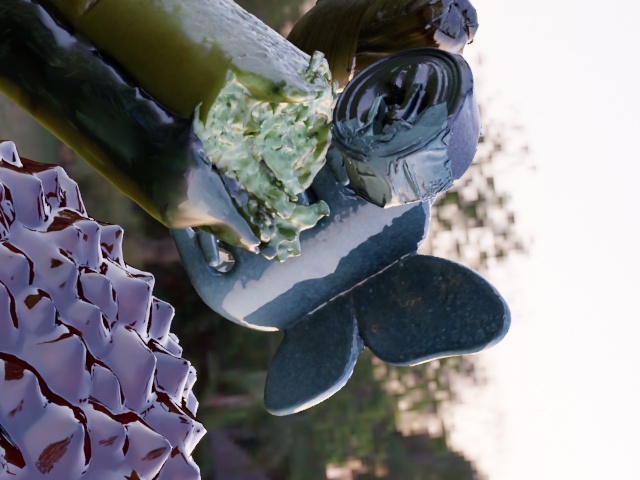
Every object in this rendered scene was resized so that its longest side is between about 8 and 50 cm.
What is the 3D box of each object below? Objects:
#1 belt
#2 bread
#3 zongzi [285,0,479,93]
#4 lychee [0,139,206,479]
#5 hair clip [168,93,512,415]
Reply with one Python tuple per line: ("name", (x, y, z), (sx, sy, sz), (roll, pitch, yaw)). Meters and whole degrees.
("belt", (0.062, -0.085, 1.245), (0.140, 0.105, 0.058), (-73, 153, -46))
("bread", (-0.158, -0.158, 1.667), (0.208, 0.377, 0.251), (-58, 156, 6))
("zongzi", (0.045, -0.249, 2.310), (0.134, 0.288, 0.286), (55, -14, -26))
("lychee", (-0.283, 0.107, 0.960), (0.500, 0.425, 0.424), (40, -36, 47))
("hair clip", (0.000, 0.000, 2.059), (0.238, 0.318, 0.392), (57, 7, -33))
